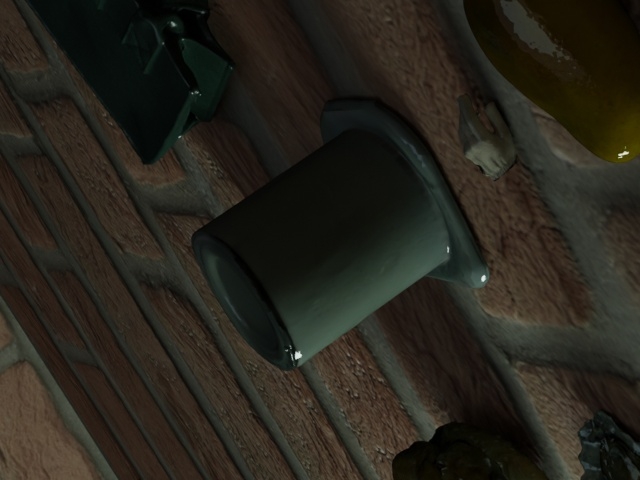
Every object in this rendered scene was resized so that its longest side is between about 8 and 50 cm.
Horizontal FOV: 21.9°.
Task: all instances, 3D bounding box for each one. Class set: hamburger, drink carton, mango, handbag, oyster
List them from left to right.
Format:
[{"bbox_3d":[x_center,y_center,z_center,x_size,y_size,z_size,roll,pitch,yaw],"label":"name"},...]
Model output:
[{"bbox_3d":[-0.214,-0.251,1.649,0.326,0.089,0.238,54,160,4],"label":"handbag"},{"bbox_3d":[0.000,0.000,1.440,0.191,0.190,0.185,62,164,-19],"label":"drink carton"},{"bbox_3d":[0.154,0.269,1.614,0.189,0.122,0.215,60,164,3],"label":"hamburger"},{"bbox_3d":[0.158,-0.120,1.055,0.161,0.076,0.103,52,155,-4],"label":"mango"},{"bbox_3d":[0.260,0.188,1.391,0.098,0.037,0.100,-39,66,52],"label":"oyster"}]

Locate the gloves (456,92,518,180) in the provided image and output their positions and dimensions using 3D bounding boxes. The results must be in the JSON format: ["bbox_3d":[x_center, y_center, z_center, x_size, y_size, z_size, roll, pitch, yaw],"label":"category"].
[{"bbox_3d":[0.128,-0.076,1.254,0.044,0.037,0.081,-34,85,34],"label":"gloves"}]
